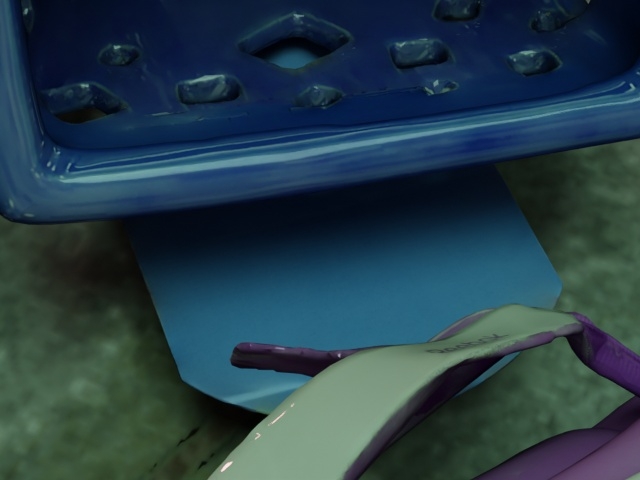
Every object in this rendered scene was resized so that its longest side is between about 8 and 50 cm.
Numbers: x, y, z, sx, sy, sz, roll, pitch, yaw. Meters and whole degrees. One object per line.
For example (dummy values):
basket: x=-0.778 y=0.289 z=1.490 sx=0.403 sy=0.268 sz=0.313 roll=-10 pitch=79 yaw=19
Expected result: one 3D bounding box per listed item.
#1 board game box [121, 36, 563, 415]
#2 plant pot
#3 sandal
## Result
board game box: x=0.000 y=0.000 z=0.558 sx=0.133 sy=0.033 sz=0.169 roll=-16 pitch=55 yaw=-14
plant pot: x=-0.014 y=-0.163 z=0.526 sx=0.236 sy=0.236 sz=0.212 roll=-8 pitch=27 yaw=-11
sandal: x=-0.006 y=0.075 z=0.421 sx=0.416 sy=0.169 sz=0.102 roll=-22 pitch=84 yaw=-17
